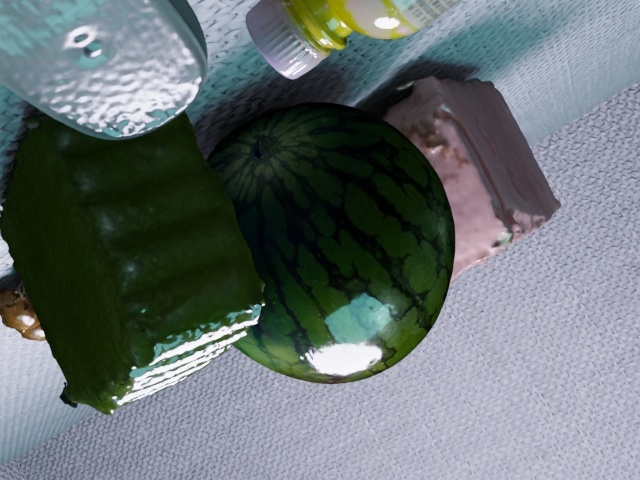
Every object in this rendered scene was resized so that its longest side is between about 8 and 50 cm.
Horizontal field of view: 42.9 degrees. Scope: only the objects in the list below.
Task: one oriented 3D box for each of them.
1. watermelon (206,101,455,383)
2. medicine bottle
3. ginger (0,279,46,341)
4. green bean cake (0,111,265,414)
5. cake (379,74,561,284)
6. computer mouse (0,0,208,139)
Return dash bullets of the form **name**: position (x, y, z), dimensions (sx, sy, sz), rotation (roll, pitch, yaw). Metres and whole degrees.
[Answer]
- **watermelon**: position (0.000, 0.000, 0.999), dimensions (0.363, 0.363, 0.363), rotation (-28, 171, -5)
- **medicine bottle**: position (0.042, -0.212, 0.631), dimensions (0.212, 0.122, 0.122), rotation (-33, 170, 22)
- **ginger**: position (-0.388, 0.084, 1.107), dimensions (0.103, 0.073, 0.162), rotation (-43, 165, -2)
- **green bean cake**: position (-0.184, 0.015, 0.772), dimensions (0.156, 0.250, 0.247), rotation (-22, 167, -36)
- **cake**: position (0.167, -0.070, 1.273), dimensions (0.306, 0.293, 0.314), rotation (-32, 177, 31)
- **computer mouse**: position (-0.160, -0.147, 0.543), dimensions (0.128, 0.079, 0.231), rotation (-33, 155, 5)
